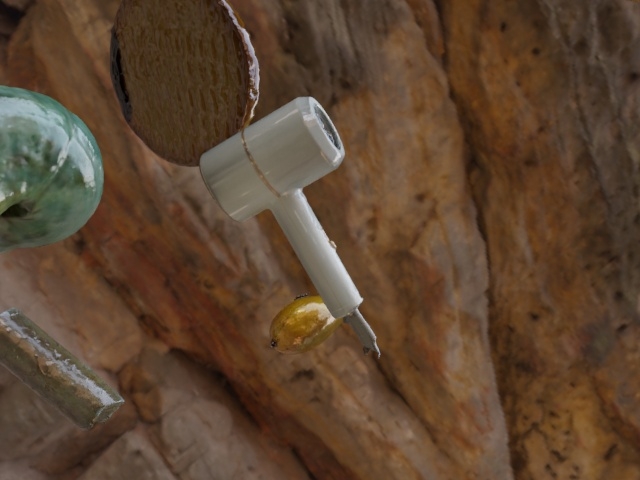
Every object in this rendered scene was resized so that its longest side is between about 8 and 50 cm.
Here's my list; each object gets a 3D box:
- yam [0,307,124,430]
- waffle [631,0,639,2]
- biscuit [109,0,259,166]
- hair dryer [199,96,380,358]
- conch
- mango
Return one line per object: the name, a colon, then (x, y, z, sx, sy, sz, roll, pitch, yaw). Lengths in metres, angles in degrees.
yam: (-0.462, 0.225, 1.358, 0.259, 0.093, 0.093, 39, 4, 1)
waffle: (0.388, -0.330, 0.960, 0.021, 0.092, 0.135, 41, 8, -24)
biscuit: (-0.228, -0.276, 1.294, 0.318, 0.318, 0.040, 51, 39, 9)
hair dryer: (0.000, 0.000, 1.059, 0.357, 0.173, 0.107, 60, 17, -6)
conch: (-0.249, -0.036, 0.575, 0.122, 0.176, 0.188, 43, 20, 6)
mango: (-0.013, 0.137, 1.323, 0.188, 0.101, 0.066, -20, 45, -41)
